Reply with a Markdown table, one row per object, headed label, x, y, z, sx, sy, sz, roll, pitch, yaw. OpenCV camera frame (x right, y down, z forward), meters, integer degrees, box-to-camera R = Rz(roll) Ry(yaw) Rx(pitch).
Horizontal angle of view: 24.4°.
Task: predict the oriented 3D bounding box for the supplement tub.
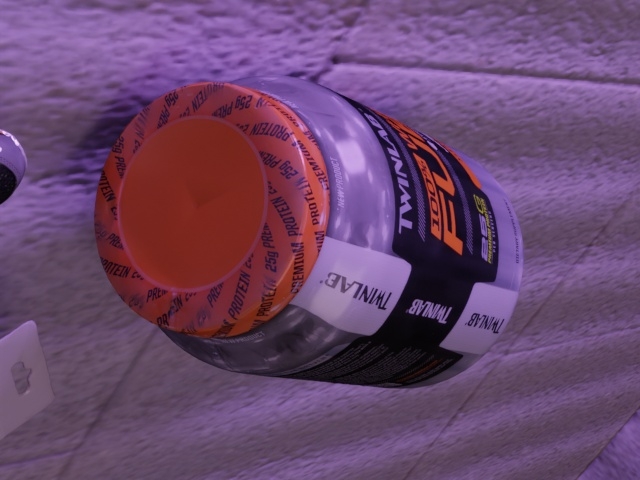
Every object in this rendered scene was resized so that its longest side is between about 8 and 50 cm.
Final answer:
| label | x | y | z | sx | sy | sz | roll | pitch | yaw |
| --- | --- | --- | --- | --- | --- | --- | --- | --- | --- |
| supplement tub | 0.000 | 0.000 | 1.008 | 0.193 | 0.193 | 0.316 | -49 | 155 | 14 |

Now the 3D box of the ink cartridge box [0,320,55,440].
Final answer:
| label | x | y | z | sx | sy | sz | roll | pitch | yaw |
| --- | --- | --- | --- | --- | --- | --- | --- | --- | --- |
| ink cartridge box | -0.273 | 0.106 | 0.933 | 0.198 | 0.067 | 0.115 | -30 | 152 | -21 |

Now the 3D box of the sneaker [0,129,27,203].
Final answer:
| label | x | y | z | sx | sy | sz | roll | pitch | yaw |
| --- | --- | --- | --- | --- | --- | --- | --- | --- | --- |
| sneaker | -0.248 | 0.006 | 0.796 | 0.215 | 0.083 | 0.084 | -30 | 151 | -26 |
